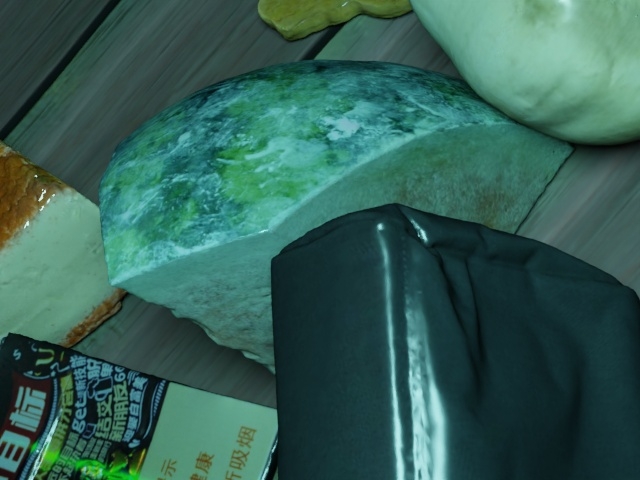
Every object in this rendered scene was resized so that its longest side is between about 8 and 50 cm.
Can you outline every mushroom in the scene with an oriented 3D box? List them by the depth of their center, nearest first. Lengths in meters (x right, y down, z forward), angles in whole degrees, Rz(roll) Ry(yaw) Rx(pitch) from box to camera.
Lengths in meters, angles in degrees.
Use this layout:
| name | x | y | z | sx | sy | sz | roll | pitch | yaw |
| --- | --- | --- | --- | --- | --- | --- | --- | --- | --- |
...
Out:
| name | x | y | z | sx | sy | sz | roll | pitch | yaw |
| --- | --- | --- | --- | --- | --- | --- | --- | --- | --- |
| mushroom | 0.193 | -0.208 | 1.010 | 0.234 | 0.260 | 0.254 | -55 | 8 | 36 |

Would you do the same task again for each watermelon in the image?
| name | x | y | z | sx | sy | sz | roll | pitch | yaw |
| --- | --- | --- | --- | --- | --- | --- | --- | --- | --- |
| watermelon | 0.000 | 0.000 | 1.074 | 0.387 | 0.258 | 0.228 | -19 | 27 | -29 |

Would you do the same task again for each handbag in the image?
| name | x | y | z | sx | sy | sz | roll | pitch | yaw |
| --- | --- | --- | --- | --- | --- | --- | --- | --- | --- |
| handbag | 0.094 | 0.150 | 0.920 | 0.178 | 0.275 | 0.301 | -23 | 63 | 42 |

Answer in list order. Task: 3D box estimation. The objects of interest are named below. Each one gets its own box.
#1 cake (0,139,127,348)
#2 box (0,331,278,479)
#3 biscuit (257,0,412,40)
| name | x | y | z | sx | sy | sz | roll | pitch | yaw |
| --- | --- | --- | --- | --- | --- | --- | --- | --- | --- |
| cake | -0.263 | -0.046 | 1.260 | 0.160 | 0.158 | 0.262 | -25 | 55 | 13 |
| box | -0.162 | 0.205 | 1.123 | 0.310 | 0.084 | 0.198 | 11 | 73 | 33 |
| biscuit | 0.052 | -0.263 | 1.255 | 0.236 | 0.040 | 0.144 | -9 | 70 | 25 |
